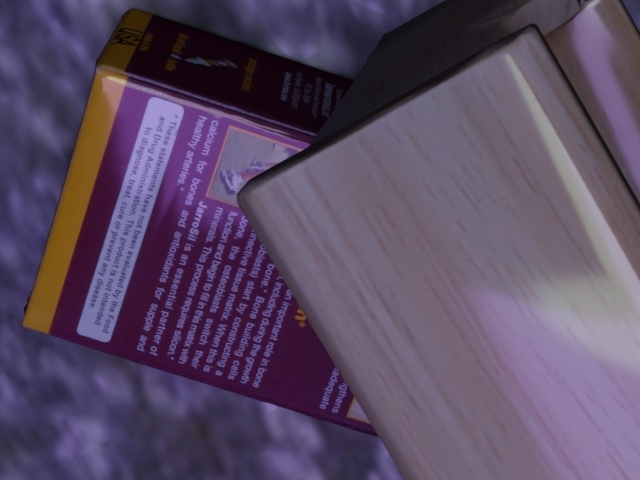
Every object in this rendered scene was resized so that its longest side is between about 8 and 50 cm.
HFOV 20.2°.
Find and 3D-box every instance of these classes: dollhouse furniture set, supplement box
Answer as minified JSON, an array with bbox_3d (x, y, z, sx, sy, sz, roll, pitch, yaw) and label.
[{"bbox_3d":[0.208,-0.063,0.429,0.394,0.256,0.362,-28,100,15],"label":"dollhouse furniture set"},{"bbox_3d":[0.000,0.000,0.651,0.188,0.081,0.104,18,112,-5],"label":"supplement box"}]
